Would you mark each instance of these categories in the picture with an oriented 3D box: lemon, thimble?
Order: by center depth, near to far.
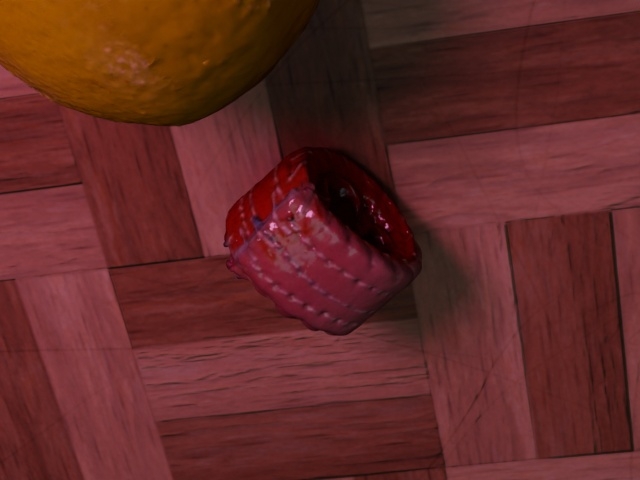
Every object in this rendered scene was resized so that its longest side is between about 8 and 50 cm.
[{"bbox_3d":[-0.149,-0.257,1.256,0.364,0.364,0.364,2,122,4],"label":"lemon"},{"bbox_3d":[0.004,0.000,1.503,0.190,0.163,0.125,34,120,-31],"label":"thimble"}]
